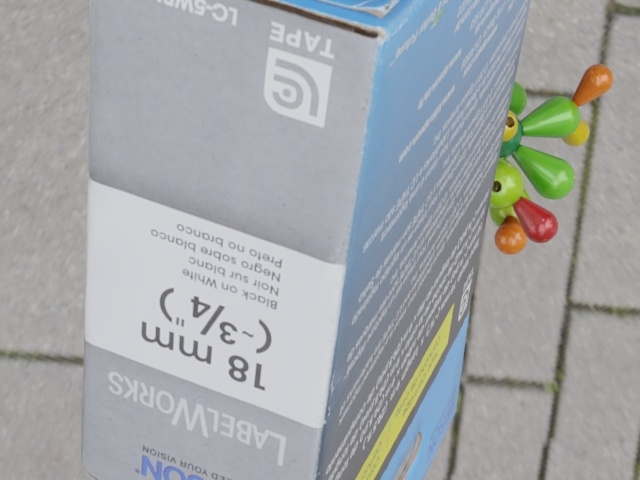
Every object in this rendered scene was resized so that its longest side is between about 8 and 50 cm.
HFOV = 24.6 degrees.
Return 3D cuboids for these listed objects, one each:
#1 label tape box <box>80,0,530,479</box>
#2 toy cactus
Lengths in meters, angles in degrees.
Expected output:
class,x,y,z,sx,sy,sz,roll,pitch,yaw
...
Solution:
class,x,y,z,sx,sy,sz,roll,pitch,yaw
label tape box,0.000,0.000,0.615,0.106,0.240,0.333,17,126,14
toy cactus,0.101,-0.090,0.972,0.180,0.219,0.112,35,123,-7
